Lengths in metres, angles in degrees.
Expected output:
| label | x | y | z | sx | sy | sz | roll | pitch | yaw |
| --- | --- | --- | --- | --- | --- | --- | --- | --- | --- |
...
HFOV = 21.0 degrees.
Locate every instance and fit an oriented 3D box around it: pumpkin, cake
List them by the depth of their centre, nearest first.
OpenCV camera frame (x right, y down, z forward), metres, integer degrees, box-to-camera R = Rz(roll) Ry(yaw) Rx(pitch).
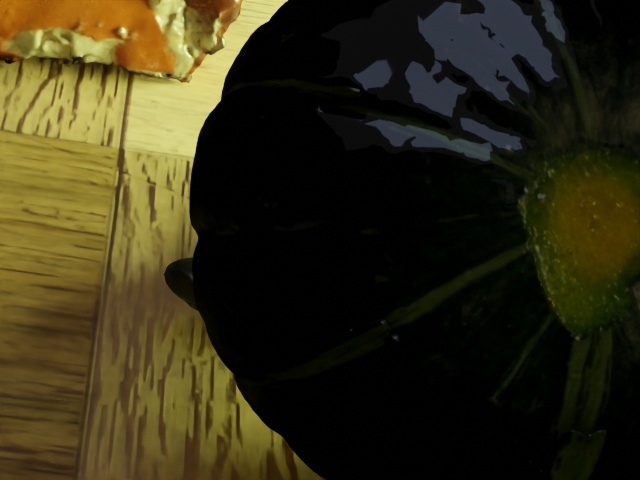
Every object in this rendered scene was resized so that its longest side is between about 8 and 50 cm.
| label | x | y | z | sx | sy | sz | roll | pitch | yaw |
| --- | --- | --- | --- | --- | --- | --- | --- | --- | --- |
| pumpkin | 0.071 | -0.007 | 0.841 | 0.296 | 0.295 | 0.296 | 10 | 32 | -6 |
| cake | -0.183 | -0.157 | 1.151 | 0.287 | 0.135 | 0.098 | -9 | 38 | 2 |

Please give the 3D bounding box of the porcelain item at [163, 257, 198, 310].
| label | x | y | z | sx | sy | sz | roll | pitch | yaw |
| --- | --- | --- | --- | --- | --- | --- | --- | --- | --- |
| porcelain item | 0.000 | 0.000 | 0.970 | 0.081 | 0.069 | 0.216 | 43 | 40 | 20 |
